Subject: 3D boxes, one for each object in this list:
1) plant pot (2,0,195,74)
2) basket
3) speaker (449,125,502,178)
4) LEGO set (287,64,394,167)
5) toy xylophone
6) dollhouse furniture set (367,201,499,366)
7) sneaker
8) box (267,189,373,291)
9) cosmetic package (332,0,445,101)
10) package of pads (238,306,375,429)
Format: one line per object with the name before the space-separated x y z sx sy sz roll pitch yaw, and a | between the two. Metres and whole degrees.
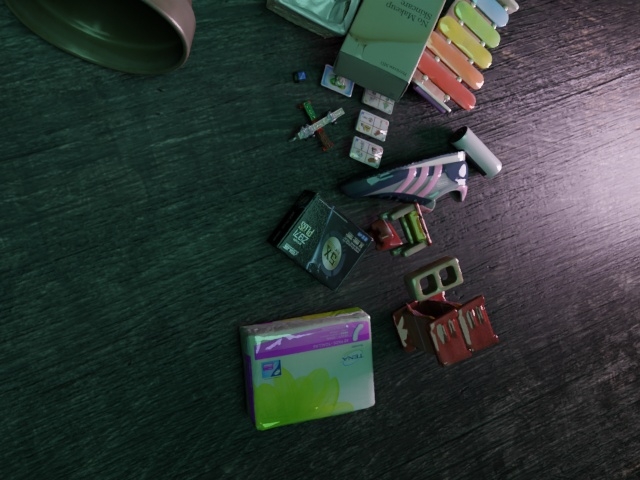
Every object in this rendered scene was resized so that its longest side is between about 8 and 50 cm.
plant pot | -0.349 -0.492 1.202 0.323 0.323 0.280 19 76 -24
basket | -0.017 -0.500 1.423 0.167 0.103 0.113 21 91 -24
speaker | 0.371 -0.211 1.653 0.136 0.055 0.055 41 83 -23
LEGO set | 0.036 -0.279 1.525 0.244 0.060 0.182 18 80 -25
toy xylophone | 0.292 -0.456 1.566 0.236 0.081 0.322 27 88 -23
dollhouse furniture set | 0.241 0.083 1.580 0.152 0.201 0.373 -23 100 -17
sneaker | 0.202 -0.115 1.570 0.319 0.112 0.131 -15 101 -18
box | 0.000 0.000 1.526 0.180 0.077 0.147 40 84 -23
cosmetic package | 0.160 -0.469 1.445 0.160 0.113 0.309 23 77 -3
package of pads | -0.025 0.288 1.552 0.297 0.101 0.229 -8 101 -20
